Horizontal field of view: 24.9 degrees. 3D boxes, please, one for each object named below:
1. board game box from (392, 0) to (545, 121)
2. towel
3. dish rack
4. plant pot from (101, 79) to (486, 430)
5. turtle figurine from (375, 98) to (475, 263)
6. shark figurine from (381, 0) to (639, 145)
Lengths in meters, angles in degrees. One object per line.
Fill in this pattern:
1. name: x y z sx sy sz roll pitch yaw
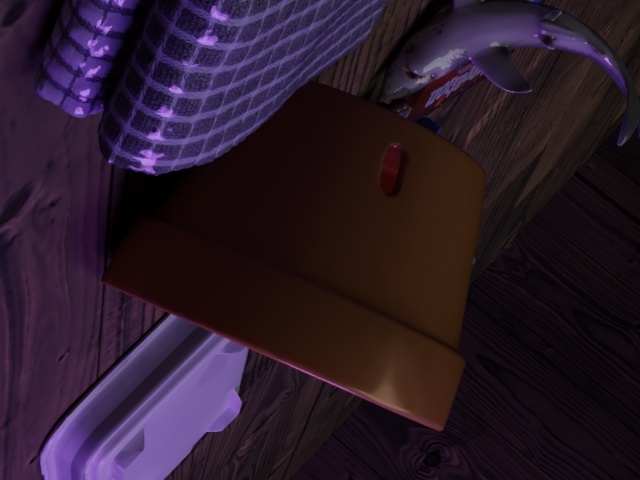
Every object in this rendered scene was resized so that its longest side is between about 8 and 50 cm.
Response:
1. board game box: 0.176 -0.222 1.640 0.281 0.027 0.145 -35 161 -52
2. towel: -0.014 -0.182 0.845 0.283 0.121 0.235 -38 163 -47
3. dish rack: -0.165 0.185 1.521 0.285 0.072 0.333 -46 168 -24
4. plant pot: 0.000 0.000 1.140 0.291 0.291 0.203 44 69 -78
5. turtle figurine: 0.037 0.008 1.422 0.275 0.198 0.266 -58 162 17
6. shark figurine: 0.210 -0.197 1.461 0.116 0.278 0.166 -117 -142 -85
